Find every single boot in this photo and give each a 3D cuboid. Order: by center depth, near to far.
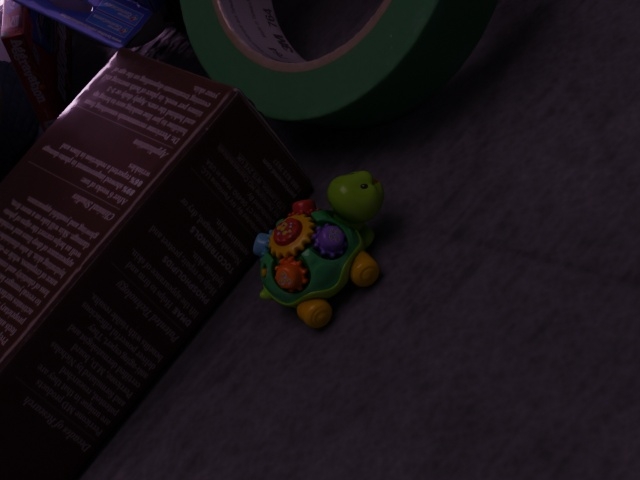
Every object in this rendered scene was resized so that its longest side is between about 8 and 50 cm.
[{"bbox_3d":[-0.396,-0.078,1.411,0.161,0.083,0.246,-23,41,28],"label":"boot"}]

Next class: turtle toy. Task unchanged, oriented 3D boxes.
[{"bbox_3d":[0.000,0.000,1.039,0.130,0.066,0.095,-42,40,-1],"label":"turtle toy"}]

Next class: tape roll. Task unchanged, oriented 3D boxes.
[{"bbox_3d":[0.011,-0.257,1.133,0.321,0.077,0.321,-4,84,42],"label":"tape roll"}]

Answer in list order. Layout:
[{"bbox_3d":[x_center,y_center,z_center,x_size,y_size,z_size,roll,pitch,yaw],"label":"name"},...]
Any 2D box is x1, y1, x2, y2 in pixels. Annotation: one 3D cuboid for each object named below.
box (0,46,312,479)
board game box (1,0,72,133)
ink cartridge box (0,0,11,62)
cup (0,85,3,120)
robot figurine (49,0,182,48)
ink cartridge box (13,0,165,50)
[{"bbox_3d":[-0.204,0.031,1.115,0.381,0.143,0.191,-49,41,-13],"label":"box"},{"bbox_3d":[-0.304,-0.245,1.436,0.027,0.145,0.281,-13,44,2],"label":"board game box"},{"bbox_3d":[-0.397,-0.271,1.593,0.109,0.063,0.150,-39,40,1],"label":"ink cartridge box"},{"bbox_3d":[-0.451,-0.144,1.273,0.331,0.237,0.331,-25,48,32],"label":"cup"},{"bbox_3d":[-0.179,-0.333,1.394,0.278,0.174,0.209,-50,-4,-11],"label":"robot figurine"},{"bbox_3d":[-0.181,-0.345,1.278,0.186,0.065,0.311,28,76,19],"label":"ink cartridge box"}]
